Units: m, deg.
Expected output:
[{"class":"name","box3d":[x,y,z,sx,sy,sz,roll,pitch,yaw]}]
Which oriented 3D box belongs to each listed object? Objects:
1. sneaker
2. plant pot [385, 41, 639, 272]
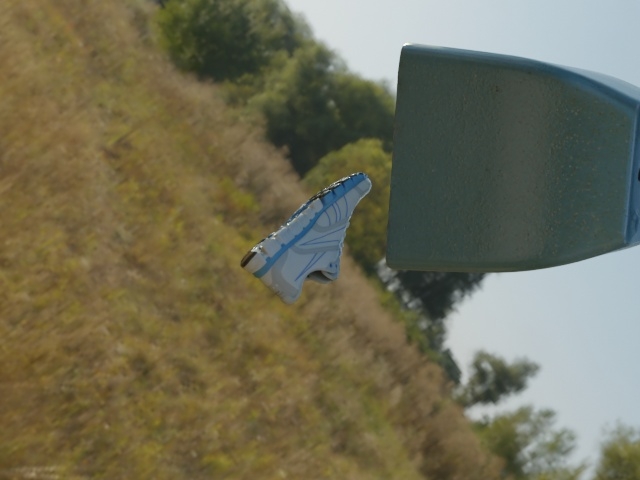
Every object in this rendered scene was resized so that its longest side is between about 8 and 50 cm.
[{"class":"sneaker","box3d":[0.000,0.000,1.110,0.083,0.190,0.071,51,-33,-6]},{"class":"plant pot","box3d":[0.246,-0.082,1.150,0.252,0.247,0.247,9,9,33]}]
